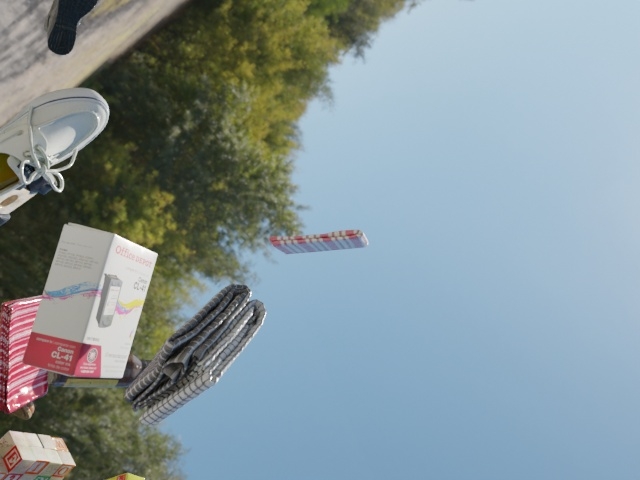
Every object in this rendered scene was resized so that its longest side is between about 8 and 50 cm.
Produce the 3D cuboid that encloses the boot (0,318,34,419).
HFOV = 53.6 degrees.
[{"bbox_3d":[-0.833,0.338,1.783,0.109,0.283,0.220,-42,177,37],"label":"boot"}]

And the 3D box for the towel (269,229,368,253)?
[{"bbox_3d":[0.000,0.000,1.337,0.197,0.029,0.144,-5,172,7],"label":"towel"}]

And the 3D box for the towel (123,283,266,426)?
[{"bbox_3d":[-0.263,0.228,1.316,0.235,0.121,0.284,-39,-174,33],"label":"towel"}]

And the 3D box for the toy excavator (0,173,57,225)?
[{"bbox_3d":[-0.956,-0.269,1.769,0.222,0.445,0.433,-36,180,-1],"label":"toy excavator"}]

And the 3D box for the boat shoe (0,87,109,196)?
[{"bbox_3d":[-0.543,-0.147,1.158,0.367,0.136,0.156,-30,-128,-16],"label":"boat shoe"}]

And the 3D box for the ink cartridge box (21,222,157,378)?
[{"bbox_3d":[-0.498,0.141,1.398,0.226,0.131,0.306,51,53,-73],"label":"ink cartridge box"}]

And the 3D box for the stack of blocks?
[{"bbox_3d":[-0.730,0.522,1.427,0.171,0.297,0.087,-46,-122,0],"label":"stack of blocks"}]

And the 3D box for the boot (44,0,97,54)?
[{"bbox_3d":[-0.633,-0.600,1.583,0.246,0.083,0.161,-52,-134,23],"label":"boot"}]

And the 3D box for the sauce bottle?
[{"bbox_3d":[-0.626,0.382,1.874,0.111,0.344,0.111,-16,-113,44],"label":"sauce bottle"}]

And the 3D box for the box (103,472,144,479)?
[{"bbox_3d":[-0.511,0.610,1.464,0.232,0.058,0.087,-24,-134,25],"label":"box"}]

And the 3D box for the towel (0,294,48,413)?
[{"bbox_3d":[-0.754,0.285,1.626,0.031,0.275,0.199,3,-178,7],"label":"towel"}]
